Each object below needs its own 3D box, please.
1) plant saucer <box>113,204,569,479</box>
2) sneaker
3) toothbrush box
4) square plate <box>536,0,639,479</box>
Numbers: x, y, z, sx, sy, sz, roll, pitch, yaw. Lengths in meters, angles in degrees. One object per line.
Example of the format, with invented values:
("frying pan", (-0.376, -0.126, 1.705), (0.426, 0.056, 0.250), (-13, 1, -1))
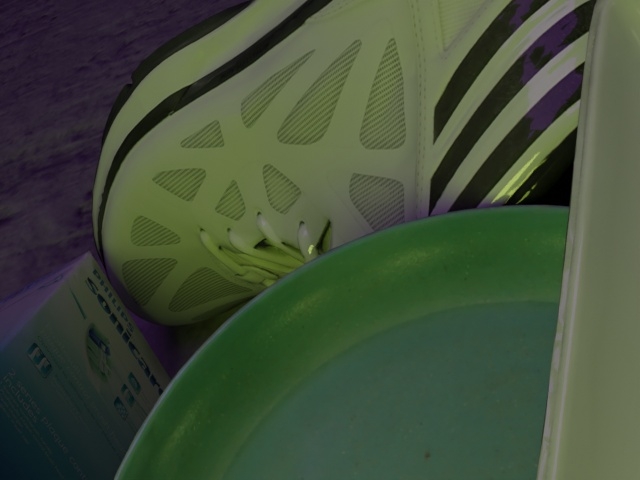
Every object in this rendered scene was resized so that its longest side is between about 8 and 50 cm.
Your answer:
("plant saucer", (0.079, 0.133, 0.362), (0.317, 0.044, 0.318), (-1, 59, 2))
("sneaker", (-0.001, 0.000, 0.588), (0.447, 0.169, 0.258), (-41, 46, 43))
("toothbrush box", (-0.215, 0.141, 0.583), (0.216, 0.126, 0.295), (-28, 11, 10))
("square plate", (0.237, 0.055, 0.298), (0.347, 0.049, 0.344), (1, 59, 24))
